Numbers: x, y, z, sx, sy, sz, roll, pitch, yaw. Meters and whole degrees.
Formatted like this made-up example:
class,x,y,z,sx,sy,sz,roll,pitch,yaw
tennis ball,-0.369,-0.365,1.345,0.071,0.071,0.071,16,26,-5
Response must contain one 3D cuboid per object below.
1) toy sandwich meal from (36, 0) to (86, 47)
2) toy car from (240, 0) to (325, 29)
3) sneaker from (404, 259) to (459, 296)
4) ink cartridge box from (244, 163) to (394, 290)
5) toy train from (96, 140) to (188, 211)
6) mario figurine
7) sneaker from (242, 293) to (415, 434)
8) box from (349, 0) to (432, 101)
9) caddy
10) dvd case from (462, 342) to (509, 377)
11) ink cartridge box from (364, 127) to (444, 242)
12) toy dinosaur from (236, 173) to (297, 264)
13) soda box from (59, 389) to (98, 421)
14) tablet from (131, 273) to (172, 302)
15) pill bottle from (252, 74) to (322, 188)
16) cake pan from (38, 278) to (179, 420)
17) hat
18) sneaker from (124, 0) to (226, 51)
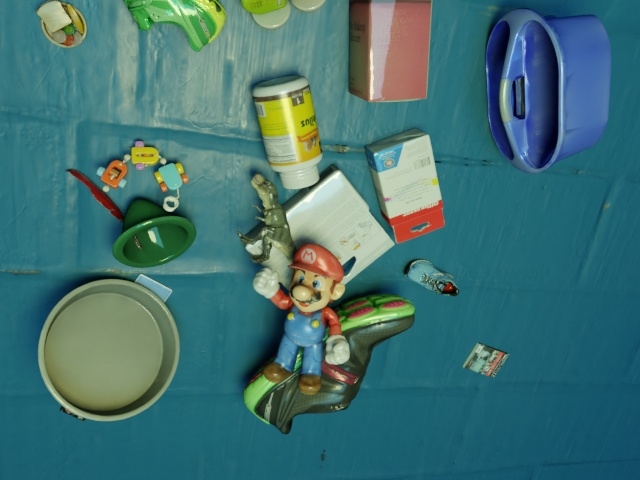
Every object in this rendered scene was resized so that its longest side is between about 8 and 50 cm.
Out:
class,x,y,z,sx,sy,sz,roll,pitch,yaw
toy sandwich meal,-0.468,-0.393,0.949,0.085,0.029,0.086,-5,114,-12
toy car,-0.074,-0.493,0.960,0.181,0.159,0.136,-26,82,-2
sneaker,0.291,0.100,1.335,0.162,0.073,0.064,19,107,-21
ink cartridge box,0.000,0.000,1.224,0.275,0.060,0.239,-39,117,4
toy train,-0.356,-0.127,1.064,0.166,0.046,0.125,25,75,-12
mario figurine,-0.044,0.164,1.102,0.197,0.170,0.321,5,103,-20
sneaker,0.038,0.298,1.280,0.482,0.185,0.202,-37,95,14
box,0.133,-0.403,1.035,0.126,0.149,0.233,-6,113,-11
caddy,0.457,-0.316,1.109,0.179,0.241,0.342,-18,116,-12
dvd case,0.483,0.350,1.527,0.119,0.013,0.087,20,106,-23
ink cartridge box,0.198,-0.124,1.212,0.134,0.078,0.231,-20,116,-5
toy dinosaur,-0.109,-0.006,1.132,0.118,0.064,0.268,-28,120,-9
soda box,-0.519,0.313,1.161,0.060,0.169,0.053,38,102,-26
tablet,-0.390,0.116,1.202,0.083,0.006,0.054,33,101,-25
pill bottle,-0.062,-0.221,1.080,0.117,0.117,0.215,-16,116,-8
cake pan,-0.446,0.231,1.116,0.293,0.293,0.054,39,142,-25
hat,-0.384,-0.067,1.118,0.172,0.184,0.208,-28,156,-4
sneaker,-0.315,-0.441,0.923,0.295,0.109,0.124,29,108,-18
